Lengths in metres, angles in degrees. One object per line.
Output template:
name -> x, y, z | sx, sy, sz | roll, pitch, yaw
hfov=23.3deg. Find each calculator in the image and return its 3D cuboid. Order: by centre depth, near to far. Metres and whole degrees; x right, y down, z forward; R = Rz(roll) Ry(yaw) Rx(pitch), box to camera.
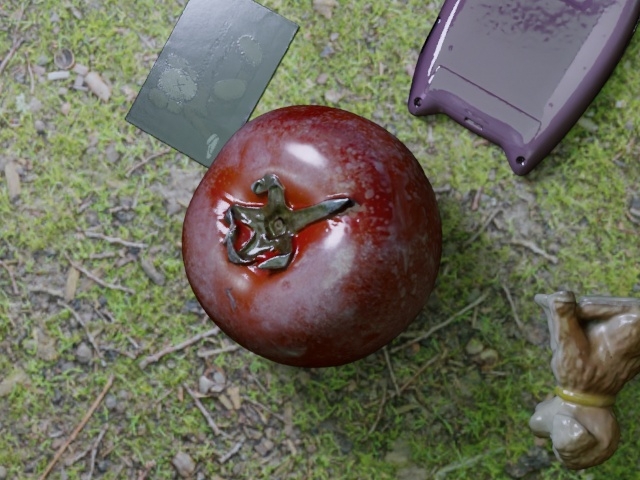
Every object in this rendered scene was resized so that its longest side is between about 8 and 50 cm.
calculator -> 0.228, -0.230, 1.656 | 0.194, 0.043, 0.294 | 31, 93, 10

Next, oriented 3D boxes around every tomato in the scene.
tomato -> 0.000, 0.000, 1.599 | 0.270, 0.227, 0.270 | -5, 79, 27

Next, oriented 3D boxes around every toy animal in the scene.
toy animal -> 0.312, 0.148, 1.609 | 0.184, 0.104, 0.185 | 3, 85, 1

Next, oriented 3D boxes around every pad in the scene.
pad -> -0.122, -0.187, 1.736 | 0.127, 0.004, 0.190 | 30, 93, 9
